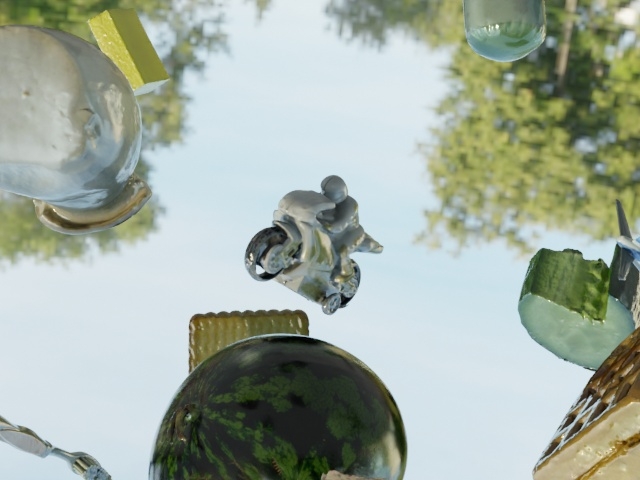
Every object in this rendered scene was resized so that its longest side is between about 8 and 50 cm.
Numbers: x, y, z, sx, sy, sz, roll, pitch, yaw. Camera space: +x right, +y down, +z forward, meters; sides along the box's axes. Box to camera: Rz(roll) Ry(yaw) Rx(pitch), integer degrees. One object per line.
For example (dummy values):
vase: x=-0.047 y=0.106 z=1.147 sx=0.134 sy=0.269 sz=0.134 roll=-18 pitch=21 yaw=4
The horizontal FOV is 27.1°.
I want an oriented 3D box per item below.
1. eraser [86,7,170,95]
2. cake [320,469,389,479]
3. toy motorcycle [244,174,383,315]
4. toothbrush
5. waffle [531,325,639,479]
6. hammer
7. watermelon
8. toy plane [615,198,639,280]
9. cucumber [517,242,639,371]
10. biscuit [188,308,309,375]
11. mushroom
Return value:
eraser: x=-0.279 y=-0.275 z=1.932 sx=0.045 sy=0.122 sz=0.097 roll=-26 pitch=-176 yaw=20
cake: x=0.044 y=0.258 z=1.193 sx=0.065 sy=0.121 sz=0.052 roll=-3 pitch=-130 yaw=23
toy motorcycle: x=0.000 y=0.000 z=1.524 sx=0.074 sy=0.151 sz=0.228 roll=24 pitch=-179 yaw=37
toothbrush: x=-0.316 y=0.207 z=1.397 sx=0.037 sy=0.028 sz=0.375 roll=34 pitch=173 yaw=29
waffle: x=0.401 y=0.178 z=1.626 sx=0.098 sy=0.224 sz=0.328 roll=42 pitch=-137 yaw=2
hammer: x=0.369 y=-0.378 z=1.902 sx=0.335 sy=0.207 sz=0.119 roll=-8 pitch=162 yaw=15
watermelon: x=-0.043 y=0.219 z=1.344 sx=0.268 sy=0.269 sz=0.269 roll=6 pitch=-160 yaw=-2
toy plane: x=0.322 y=0.044 z=1.177 sx=0.058 sy=0.226 sz=0.226 roll=-18 pitch=-129 yaw=31
cucumber: x=0.396 y=0.093 z=1.972 sx=0.191 sy=0.191 sz=0.130 roll=12 pitch=-134 yaw=16
biscuit: x=-0.100 y=0.215 z=1.864 sx=0.172 sy=0.255 sz=0.029 roll=-2 pitch=-160 yaw=-9
mushroom: x=-0.160 y=-0.066 z=0.833 sx=0.116 sy=0.093 sz=0.225 roll=-18 pitch=170 yaw=7
